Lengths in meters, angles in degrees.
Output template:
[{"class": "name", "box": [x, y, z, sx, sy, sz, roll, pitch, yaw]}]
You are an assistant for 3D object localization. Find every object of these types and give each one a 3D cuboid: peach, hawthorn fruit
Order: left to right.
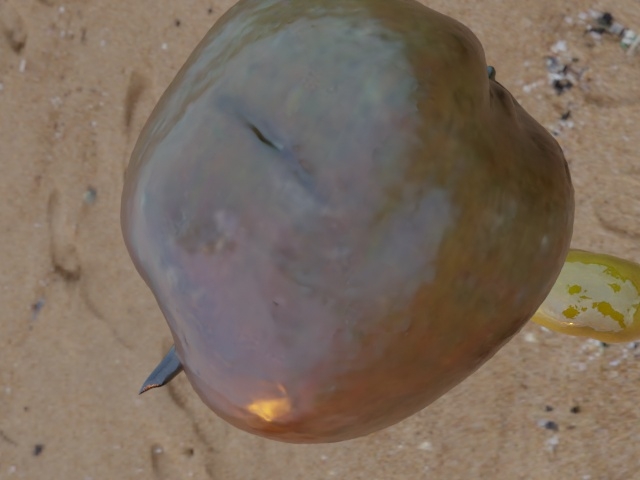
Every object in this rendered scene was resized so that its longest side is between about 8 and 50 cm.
[{"class": "hawthorn fruit", "box": [0.000, 0.000, 0.652, 0.301, 0.267, 0.267, -50, 56, 1]}, {"class": "peach", "box": [0.310, 0.062, 1.198, 0.179, 0.179, 0.103, 10, 90, 39]}]
